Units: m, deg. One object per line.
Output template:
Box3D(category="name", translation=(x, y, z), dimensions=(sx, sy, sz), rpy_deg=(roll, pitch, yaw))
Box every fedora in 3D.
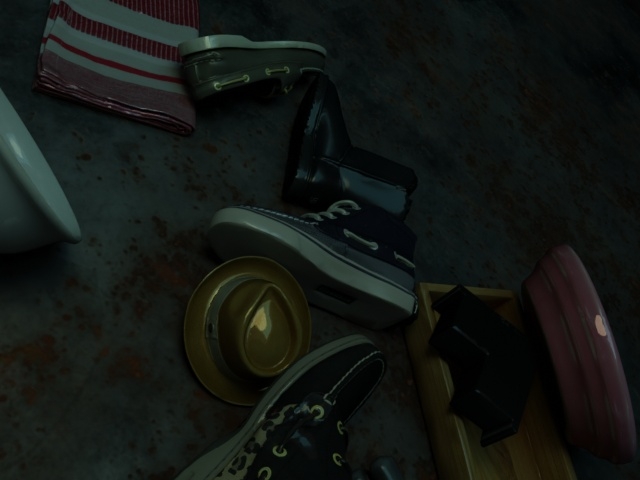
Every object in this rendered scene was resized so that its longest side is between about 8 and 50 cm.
Box3D(category="fedora", translation=(-0.077, 0.114, 0.954), dimensions=(0.194, 0.079, 0.194), rpy_deg=(4, 83, -29))

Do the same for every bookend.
Box3D(category="bookend", translation=(0.213, 0.173, 1.050), dimensions=(0.156, 0.072, 0.157), rpy_deg=(37, 48, -6))

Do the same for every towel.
Box3D(category="towel", translation=(-0.299, -0.326, 1.161), dimensions=(0.237, 0.037, 0.328), rpy_deg=(14, 54, -27))

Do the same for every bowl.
Box3D(category="bowl", translation=(-0.397, -0.096, 0.821), dimensions=(0.134, 0.298, 0.297), rpy_deg=(-31, 79, -10))

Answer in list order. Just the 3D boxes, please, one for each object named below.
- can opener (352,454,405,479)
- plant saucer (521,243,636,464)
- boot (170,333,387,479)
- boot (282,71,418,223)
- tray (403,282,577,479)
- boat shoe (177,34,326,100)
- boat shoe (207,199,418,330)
Box3D(category="can opener", translation=(0.135, 0.410, 0.961), dimensions=(0.283, 0.076, 0.095), rpy_deg=(60, 17, 14))
Box3D(category="plant saucer", translation=(0.377, 0.174, 1.134), dimensions=(0.084, 0.332, 0.332), rpy_deg=(-15, 62, 9))
Box3D(category="boot", translation=(0.027, 0.281, 0.826), dimensions=(0.284, 0.138, 0.377), rpy_deg=(26, 43, 31))
Box3D(category="boot", translation=(0.056, -0.137, 1.230), dimensions=(0.207, 0.094, 0.246), rpy_deg=(19, 59, -18))
Box3D(category="tray", translation=(0.254, 0.268, 1.115), dimensions=(0.203, 0.076, 0.410), rpy_deg=(7, 59, -31))
Box3D(category="boat shoe", translation=(-0.099, -0.275, 1.219), dimensions=(0.305, 0.109, 0.091), rpy_deg=(-14, 96, -49))
Box3D(category="boat shoe", translation=(0.000, 0.000, 1.091), dimensions=(0.341, 0.127, 0.158), rpy_deg=(29, 51, -27))
